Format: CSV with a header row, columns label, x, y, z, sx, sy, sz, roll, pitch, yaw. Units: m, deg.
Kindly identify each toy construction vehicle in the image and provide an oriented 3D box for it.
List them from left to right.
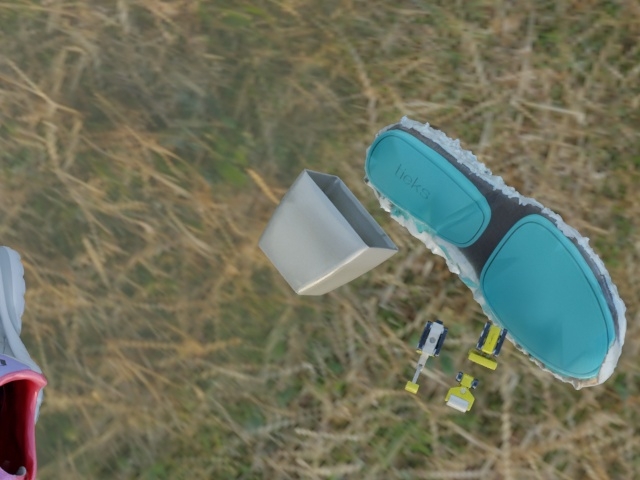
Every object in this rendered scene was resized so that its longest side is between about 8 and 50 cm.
label,x,y,z,sx,sy,sz,roll,pitch,yaw
toy construction vehicle,0.142,0.125,1.677,0.085,0.035,0.098,20,87,0

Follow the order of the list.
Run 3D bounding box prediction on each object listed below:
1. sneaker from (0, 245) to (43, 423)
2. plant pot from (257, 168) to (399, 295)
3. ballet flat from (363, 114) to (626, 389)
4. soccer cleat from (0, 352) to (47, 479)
label,x,y,z,sx,sy,sz,roll,pitch,yaw
sneaker,-0.307,0.104,1.320,0.115,0.281,0.105,17,121,-30
plant pot,0.000,0.000,1.671,0.096,0.109,0.109,-43,75,13
ballet flat,0.216,0.001,1.810,0.147,0.409,0.147,-31,151,-20
soccer cleat,-0.249,0.202,1.131,0.083,0.095,0.248,17,76,-46
